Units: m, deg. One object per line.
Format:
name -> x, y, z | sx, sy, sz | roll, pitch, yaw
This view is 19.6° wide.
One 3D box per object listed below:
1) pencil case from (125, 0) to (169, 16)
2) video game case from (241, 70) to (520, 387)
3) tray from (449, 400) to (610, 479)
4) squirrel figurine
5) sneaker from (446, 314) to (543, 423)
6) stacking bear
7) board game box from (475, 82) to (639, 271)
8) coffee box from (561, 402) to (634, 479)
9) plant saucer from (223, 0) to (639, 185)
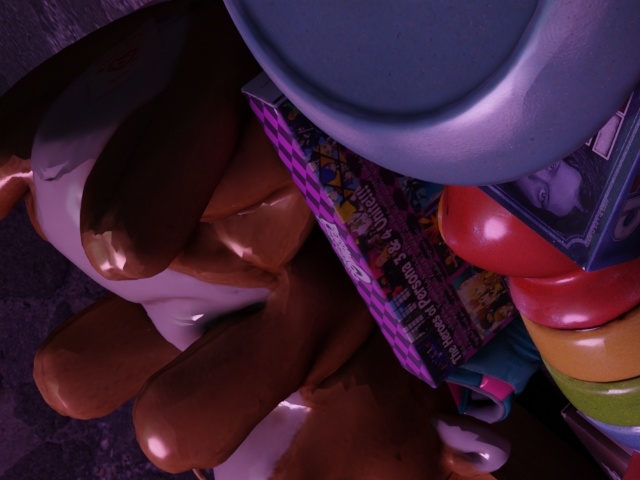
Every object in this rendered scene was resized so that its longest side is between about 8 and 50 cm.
pencil case -> -0.082, -0.042, 1.771 | 0.167, 0.160, 0.386 | -3, 131, 43
video game case -> 0.088, -0.062, 1.065 | 0.042, 0.210, 0.232 | 31, 158, 50
tray -> 0.062, 0.138, 1.675 | 0.411, 0.076, 0.203 | 40, 156, -31
squirrel figurine -> 0.000, 0.000, 1.214 | 0.281, 0.397, 0.370 | 1, 135, 51
sneaker -> 0.084, 0.059, 1.446 | 0.123, 0.178, 0.295 | 31, 176, -27
stacking bear -> 0.171, 0.021, 1.029 | 0.164, 0.175, 0.289 | -21, 130, 34
board game box -> 0.118, -0.131, 0.839 | 0.165, 0.042, 0.243 | 40, 126, 33
coffee box -> 0.305, 0.179, 1.145 | 0.168, 0.119, 0.297 | 50, 174, -36
plant saucer -> 0.031, -0.176, 0.841 | 0.317, 0.043, 0.318 | 20, 117, 45
